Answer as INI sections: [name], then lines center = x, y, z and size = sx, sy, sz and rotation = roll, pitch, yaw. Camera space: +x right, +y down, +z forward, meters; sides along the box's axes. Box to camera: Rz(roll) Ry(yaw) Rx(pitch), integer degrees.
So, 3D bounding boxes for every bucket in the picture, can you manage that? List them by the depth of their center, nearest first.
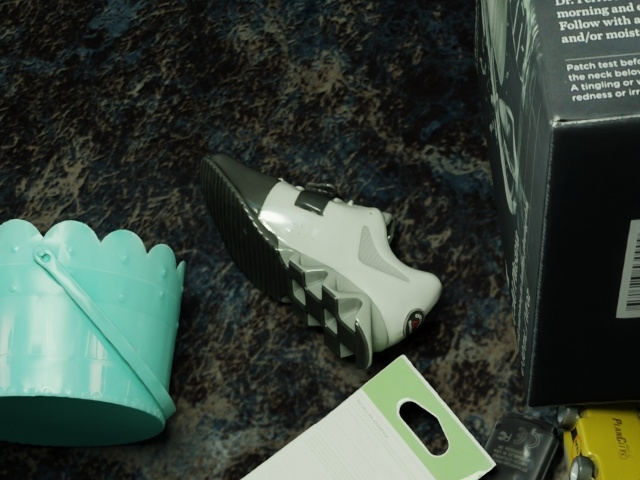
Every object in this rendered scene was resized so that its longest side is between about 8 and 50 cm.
[bucket]
center = -0.277, 0.106, 2.010
size = 0.281, 0.281, 0.183
rotation = -3, 72, 12

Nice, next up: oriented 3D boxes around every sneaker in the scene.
[sneaker]
center = 0.000, 0.000, 2.094
size = 0.146, 0.122, 0.330
rotation = -32, 58, -25

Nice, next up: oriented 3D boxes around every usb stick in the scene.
[usb stick]
center = 0.162, 0.304, 1.924
size = 0.077, 0.045, 0.278
rotation = 15, 68, 29

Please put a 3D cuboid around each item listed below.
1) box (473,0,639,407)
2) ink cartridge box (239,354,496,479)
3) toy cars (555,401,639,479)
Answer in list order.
[box]
center = 0.317, -0.162, 1.830
size = 0.297, 0.480, 0.472
rotation = -4, 55, 1
[ink cartridge box]
center = 0.046, 0.255, 1.969
size = 0.235, 0.056, 0.171
rotation = -37, 59, -6
[toy cars]
center = 0.358, 0.286, 1.850
size = 0.176, 0.087, 0.393
rotation = -19, 48, -42
